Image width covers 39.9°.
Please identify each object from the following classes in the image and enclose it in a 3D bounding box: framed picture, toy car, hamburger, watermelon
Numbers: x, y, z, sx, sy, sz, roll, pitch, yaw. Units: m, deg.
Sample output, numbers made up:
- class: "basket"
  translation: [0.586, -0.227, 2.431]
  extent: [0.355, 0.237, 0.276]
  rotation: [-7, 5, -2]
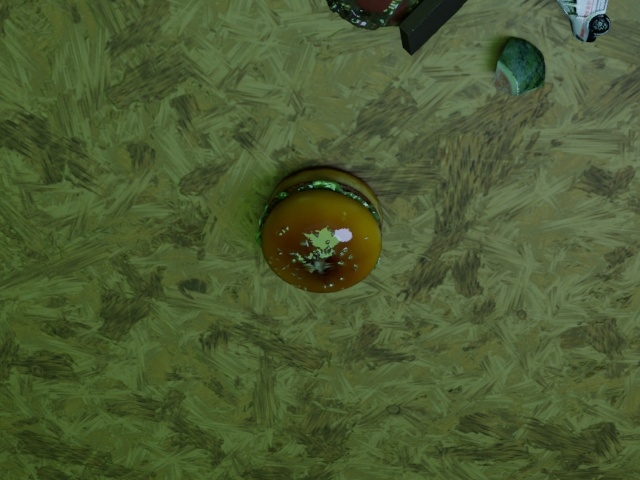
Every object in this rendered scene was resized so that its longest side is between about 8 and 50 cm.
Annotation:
- class: "framed picture"
  translation: [0.184, -0.351, 1.289]
  extent: [0.168, 0.128, 0.023]
  rotation: [-45, 83, 4]
- class: "toy car"
  translation: [0.382, -0.395, 1.295]
  extent: [0.108, 0.089, 0.209]
  rotation: [4, 128, 2]
- class: "hamburger"
  translation: [0.002, 0.000, 1.604]
  extent: [0.246, 0.170, 0.246]
  rotation: [2, 128, 2]
- class: "watermelon"
  translation: [0.312, -0.279, 1.419]
  extent: [0.072, 0.084, 0.092]
  rotation: [-17, 91, 43]

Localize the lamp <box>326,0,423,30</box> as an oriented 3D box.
- class: "lamp"
  translation: [0.109, -0.431, 1.240]
  extent: [0.177, 0.177, 0.274]
  rotation: [23, 127, -15]
